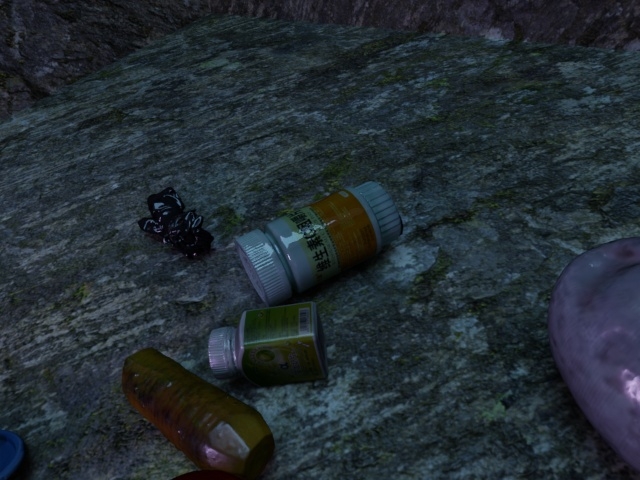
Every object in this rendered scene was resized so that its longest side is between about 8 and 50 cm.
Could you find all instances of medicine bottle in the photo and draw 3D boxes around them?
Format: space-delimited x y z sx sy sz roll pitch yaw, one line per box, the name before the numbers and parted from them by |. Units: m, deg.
medicine bottle | 0.000 0.000 0.986 0.317 0.158 0.158 -26 44 -16
medicine bottle | -0.089 0.183 0.825 0.188 0.132 0.088 -9 43 4

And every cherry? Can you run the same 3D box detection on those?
cherry | 0.467 0.147 0.631 0.326 0.291 0.335 29 69 15

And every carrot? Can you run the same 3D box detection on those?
carrot | -0.207 0.274 0.767 0.301 0.114 0.114 18 50 32

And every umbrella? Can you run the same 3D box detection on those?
umbrella | -0.362 -0.049 1.162 0.110 0.122 0.272 12 15 -46

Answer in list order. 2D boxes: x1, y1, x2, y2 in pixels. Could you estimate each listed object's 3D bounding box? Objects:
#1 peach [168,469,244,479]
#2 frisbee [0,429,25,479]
peach | -0.140 0.428 0.479 0.280 0.281 0.339 7 45 19
frisbee | -0.593 0.370 0.738 0.241 0.045 0.242 -2 9 0
